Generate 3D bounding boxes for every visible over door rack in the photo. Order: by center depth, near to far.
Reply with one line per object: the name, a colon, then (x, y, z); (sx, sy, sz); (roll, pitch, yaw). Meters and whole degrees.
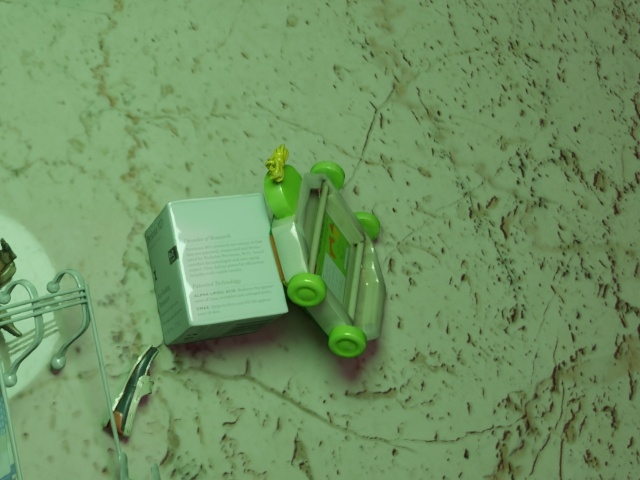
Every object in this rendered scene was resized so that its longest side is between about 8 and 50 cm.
over door rack: (-0.360, 0.211, 1.527); (0.239, 0.108, 0.324); (-16, 85, -66)

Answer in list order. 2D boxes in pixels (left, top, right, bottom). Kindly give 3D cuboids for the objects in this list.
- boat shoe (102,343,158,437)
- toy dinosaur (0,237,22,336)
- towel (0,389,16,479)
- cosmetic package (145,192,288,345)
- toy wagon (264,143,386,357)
boat shoe: (-0.263, 0.214, 1.672); (0.043, 0.049, 0.137); (26, 72, 1)
toy dinosaur: (-0.532, 0.028, 1.582); (0.200, 0.127, 0.295); (-34, 110, -16)
towel: (-0.469, 0.214, 1.481); (0.034, 0.209, 0.285); (-4, 99, 18)
cosmetic package: (-0.156, 0.043, 1.713); (0.152, 0.151, 0.183); (-7, 76, -24)
toy wagon: (0.000, 0.000, 1.739); (0.344, 0.068, 0.267); (53, 31, -34)
